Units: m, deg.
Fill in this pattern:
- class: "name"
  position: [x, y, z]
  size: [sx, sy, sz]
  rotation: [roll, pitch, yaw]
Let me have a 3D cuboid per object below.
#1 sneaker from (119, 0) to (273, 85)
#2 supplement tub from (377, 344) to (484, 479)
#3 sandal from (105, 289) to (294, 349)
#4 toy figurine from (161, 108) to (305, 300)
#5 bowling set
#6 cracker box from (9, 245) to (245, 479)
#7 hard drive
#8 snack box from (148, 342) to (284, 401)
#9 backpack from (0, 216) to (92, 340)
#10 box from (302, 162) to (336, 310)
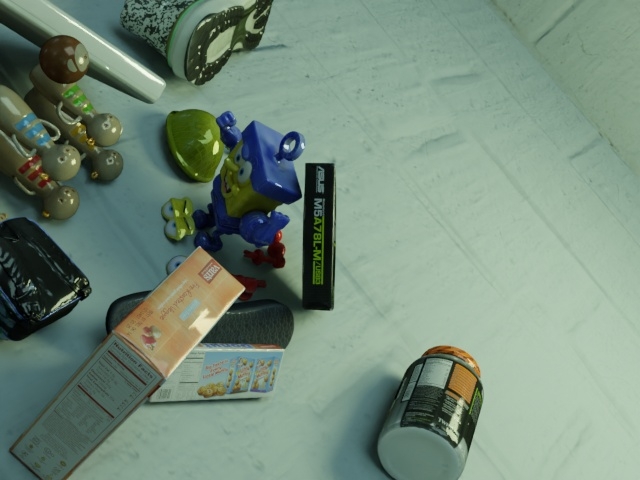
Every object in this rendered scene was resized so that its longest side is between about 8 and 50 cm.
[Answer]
- class: "sneaker"
  position: [-0.191, -0.400, 1.474]
  size: [0.182, 0.158, 0.410]
  rotation: [27, 31, 4]
- class: "supplement tub"
  position: [0.154, 0.233, 1.203]
  size: [0.117, 0.117, 0.190]
  rotation: [42, 35, -5]
- class: "sandal"
  position: [-0.146, 0.108, 1.065]
  size: [0.255, 0.097, 0.054]
  rotation: [9, 9, -42]
- class: "toy figurine"
  position: [-0.077, -0.085, 1.195]
  size: [0.191, 0.217, 0.362]
  rotation: [18, 45, -34]
- class: "bowling set"
  position: [-0.304, -0.118, 1.021]
  size: [0.154, 0.200, 0.287]
  rotation: [46, 39, -10]
- class: "cracker box"
  position: [-0.188, 0.124, 0.863]
  size: [0.067, 0.232, 0.155]
  rotation: [44, 35, -3]
- class: "hard drive"
  position: [-0.355, -0.273, 1.082]
  size: [0.203, 0.040, 0.307]
  rotation: [28, -3, 37]
- class: "snack box"
  position: [-0.121, 0.154, 1.048]
  size: [0.178, 0.064, 0.022]
  rotation: [7, 10, -42]
- class: "backpack"
  position: [-0.319, 0.042, 0.938]
  size: [0.114, 0.084, 0.105]
  rotation: [52, 35, 1]
- class: "box"
  position: [0.000, 0.000, 1.179]
  size: [0.045, 0.190, 0.184]
  rotation: [3, 86, 2]
